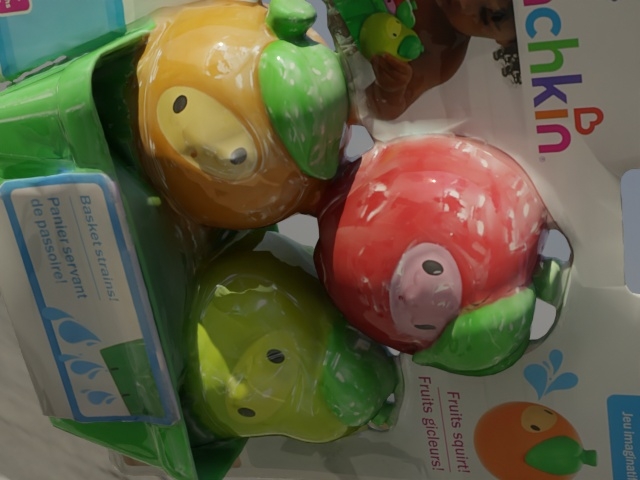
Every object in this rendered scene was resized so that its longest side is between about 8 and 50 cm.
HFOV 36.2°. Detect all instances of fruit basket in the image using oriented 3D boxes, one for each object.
[{"bbox_3d":[0.000,0.000,0.483,0.353,0.165,0.327,2,-64,27],"label":"fruit basket"}]
